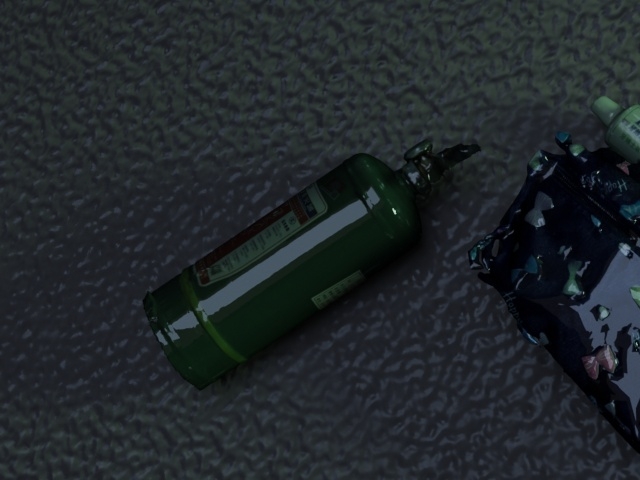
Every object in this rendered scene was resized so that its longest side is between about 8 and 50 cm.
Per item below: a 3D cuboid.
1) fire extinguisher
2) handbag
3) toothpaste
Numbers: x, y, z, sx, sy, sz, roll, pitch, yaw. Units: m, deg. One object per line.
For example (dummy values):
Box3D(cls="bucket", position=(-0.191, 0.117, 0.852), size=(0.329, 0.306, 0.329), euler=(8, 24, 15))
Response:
Box3D(cls="fire extinguisher", position=(0.000, 0.000, 1.467), size=(0.294, 0.118, 0.093), euler=(-34, 99, 7))
Box3D(cls="handbag", position=(0.239, 0.044, 1.349), size=(0.260, 0.113, 0.162), euler=(44, 101, 24))
Box3D(cls="toothpaste", position=(0.287, -0.038, 1.400), size=(0.064, 0.041, 0.218), euler=(-47, 68, 1))
